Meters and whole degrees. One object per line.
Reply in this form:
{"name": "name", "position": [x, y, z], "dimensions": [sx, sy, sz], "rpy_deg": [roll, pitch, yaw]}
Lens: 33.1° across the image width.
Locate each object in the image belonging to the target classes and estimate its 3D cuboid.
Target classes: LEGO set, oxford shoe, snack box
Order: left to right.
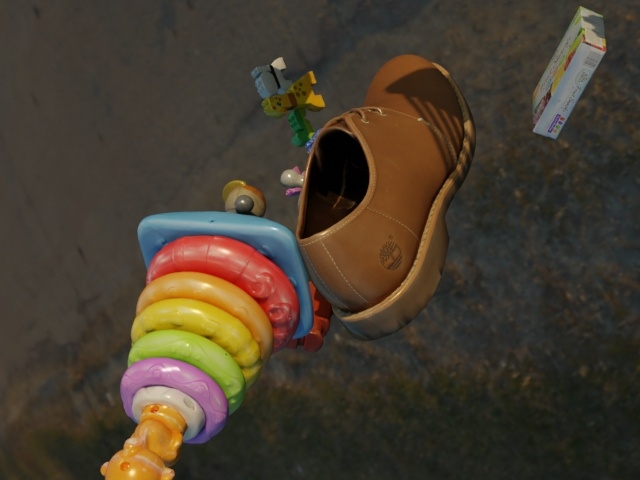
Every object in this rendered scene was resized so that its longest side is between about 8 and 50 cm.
{"name": "LEGO set", "position": [-0.043, -0.169, 1.552], "dimensions": [0.087, 0.093, 0.227], "rpy_deg": [-35, 73, 54]}
{"name": "oxford shoe", "position": [0.033, -0.048, 0.575], "dimensions": [0.076, 0.212, 0.076], "rpy_deg": [-25, 120, 28]}
{"name": "snack box", "position": [0.316, -0.213, 1.374], "dimensions": [0.037, 0.100, 0.141], "rpy_deg": [21, 128, -3]}

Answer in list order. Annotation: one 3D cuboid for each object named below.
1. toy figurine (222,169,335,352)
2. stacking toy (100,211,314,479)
{"name": "toy figurine", "position": [0.000, 0.000, 1.226], "dimensions": [0.213, 0.148, 0.209], "rpy_deg": [-28, 122, 31]}
{"name": "stacking toy", "position": [-0.125, 0.125, 1.012], "dimensions": [0.175, 0.302, 0.165], "rpy_deg": [3, 132, 16]}
